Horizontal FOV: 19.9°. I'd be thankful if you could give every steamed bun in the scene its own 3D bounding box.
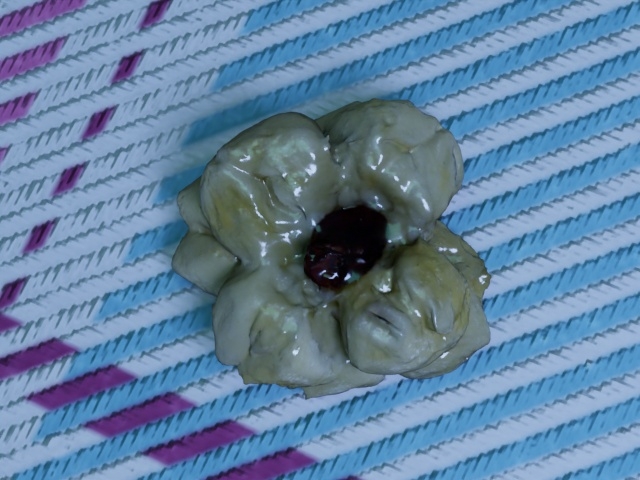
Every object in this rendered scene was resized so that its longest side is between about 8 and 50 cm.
[{"bbox_3d":[0.000,0.000,1.089,0.192,0.106,0.177,-10,72,6],"label":"steamed bun"}]
